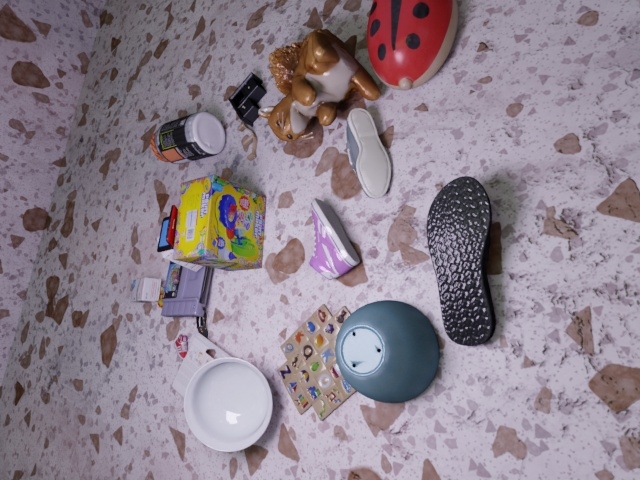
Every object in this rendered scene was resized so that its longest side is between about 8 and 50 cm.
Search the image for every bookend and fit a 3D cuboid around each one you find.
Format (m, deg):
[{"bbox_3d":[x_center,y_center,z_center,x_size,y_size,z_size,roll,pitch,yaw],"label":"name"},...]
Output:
[{"bbox_3d":[-0.291,-0.594,1.776,0.156,0.072,0.157,-42,59,19],"label":"bookend"}]

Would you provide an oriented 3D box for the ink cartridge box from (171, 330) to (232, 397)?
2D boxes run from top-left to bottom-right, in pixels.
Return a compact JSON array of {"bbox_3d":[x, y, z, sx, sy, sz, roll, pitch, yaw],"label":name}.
[{"bbox_3d":[-0.423,0.509,1.585,0.275,0.060,0.238,21,86,37],"label":"ink cartridge box"}]

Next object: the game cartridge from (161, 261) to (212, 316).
[{"bbox_3d":[-0.548,0.140,1.746,0.231,0.068,0.354,-6,67,29],"label":"game cartridge"}]

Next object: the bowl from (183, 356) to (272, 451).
[{"bbox_3d":[-0.292,0.531,1.410,0.299,0.134,0.297,-1,85,6],"label":"bowl"}]

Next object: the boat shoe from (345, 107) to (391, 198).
[{"bbox_3d":[0.149,-0.278,1.395,0.099,0.117,0.318,128,132,-68],"label":"boat shoe"}]

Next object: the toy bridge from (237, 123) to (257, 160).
[{"bbox_3d":[-0.297,-0.419,1.762,0.063,0.026,0.188,-32,62,23],"label":"toy bridge"}]

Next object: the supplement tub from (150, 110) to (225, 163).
[{"bbox_3d":[-0.597,-0.449,1.873,0.316,0.194,0.193,-3,76,33],"label":"supplement tub"}]

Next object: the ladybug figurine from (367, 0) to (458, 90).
[{"bbox_3d":[0.278,-0.703,1.356,0.306,0.162,0.448,-7,74,33],"label":"ladybug figurine"}]

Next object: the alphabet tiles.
[{"bbox_3d":[0.007,0.386,1.350,0.342,0.011,0.285,-47,56,16],"label":"alphabet tiles"}]

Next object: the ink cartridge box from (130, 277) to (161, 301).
[{"bbox_3d":[-0.786,0.222,1.886,0.180,0.060,0.104,-13,70,45],"label":"ink cartridge box"}]

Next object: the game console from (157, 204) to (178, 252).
[{"bbox_3d":[-0.556,-0.042,1.510,0.086,0.124,0.143,1,67,0],"label":"game console"}]

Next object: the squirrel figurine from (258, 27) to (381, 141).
[{"bbox_3d":[-0.049,-0.548,1.515,0.370,0.281,0.396,-44,47,30],"label":"squirrel figurine"}]

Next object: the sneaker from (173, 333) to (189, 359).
[{"bbox_3d":[-0.553,0.430,1.705,0.118,0.042,0.067,41,105,37],"label":"sneaker"}]

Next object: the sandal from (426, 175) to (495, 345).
[{"bbox_3d":[0.384,0.053,1.135,0.168,0.107,0.444,-2,89,33],"label":"sandal"}]

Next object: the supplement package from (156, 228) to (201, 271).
[{"bbox_3d":[-0.517,0.028,1.616,0.105,0.179,0.105,-39,57,8],"label":"supplement package"}]

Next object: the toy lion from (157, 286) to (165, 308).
[{"bbox_3d":[-0.684,0.254,1.852,0.100,0.034,0.095,7,89,35],"label":"toy lion"}]

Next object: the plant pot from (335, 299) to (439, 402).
[{"bbox_3d":[0.154,0.299,1.147,0.291,0.195,0.289,-9,73,29],"label":"plant pot"}]

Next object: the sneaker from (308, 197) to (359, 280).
[{"bbox_3d":[0.000,0.000,1.403,0.161,0.102,0.281,-38,59,24],"label":"sneaker"}]

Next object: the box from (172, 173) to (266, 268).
[{"bbox_3d":[-0.364,-0.052,1.555,0.177,0.279,0.289,-7,74,33],"label":"box"}]

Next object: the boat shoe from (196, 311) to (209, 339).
[{"bbox_3d":[-0.473,0.350,1.673,0.049,0.042,0.132,-16,70,28],"label":"boat shoe"}]
